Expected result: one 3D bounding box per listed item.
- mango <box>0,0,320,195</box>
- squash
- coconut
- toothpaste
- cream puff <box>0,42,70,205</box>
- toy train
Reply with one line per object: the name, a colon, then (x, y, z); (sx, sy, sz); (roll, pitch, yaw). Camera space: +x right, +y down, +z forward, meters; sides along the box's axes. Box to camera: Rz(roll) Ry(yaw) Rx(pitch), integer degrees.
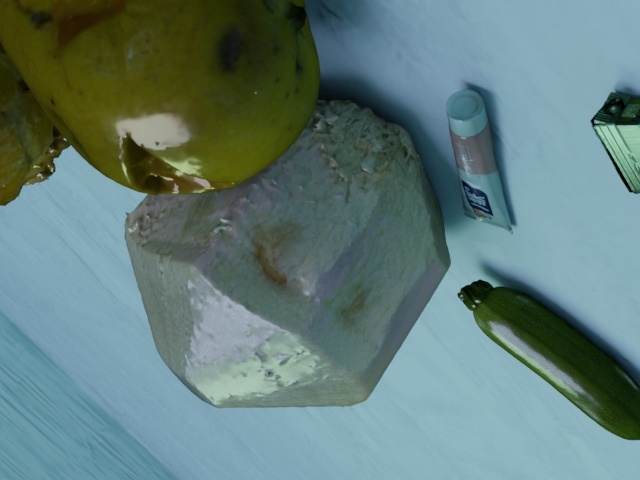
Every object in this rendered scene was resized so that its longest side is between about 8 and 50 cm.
mango: (-0.158, -0.186, 1.136); (0.365, 0.253, 0.182); (32, -176, 34)
squash: (0.256, 0.124, 1.354); (0.258, 0.069, 0.069); (38, 158, -1)
coconut: (-0.040, 0.023, 1.267); (0.297, 0.309, 0.297); (30, 159, 13)
toothpaste: (0.146, -0.067, 1.186); (0.056, 0.036, 0.205); (28, 160, 26)
cream puff: (-0.425, -0.209, 1.512); (0.343, 0.231, 0.327); (26, 151, 42)
toy train: (0.253, -0.075, 0.996); (0.056, 0.038, 0.093); (6, 143, 49)
